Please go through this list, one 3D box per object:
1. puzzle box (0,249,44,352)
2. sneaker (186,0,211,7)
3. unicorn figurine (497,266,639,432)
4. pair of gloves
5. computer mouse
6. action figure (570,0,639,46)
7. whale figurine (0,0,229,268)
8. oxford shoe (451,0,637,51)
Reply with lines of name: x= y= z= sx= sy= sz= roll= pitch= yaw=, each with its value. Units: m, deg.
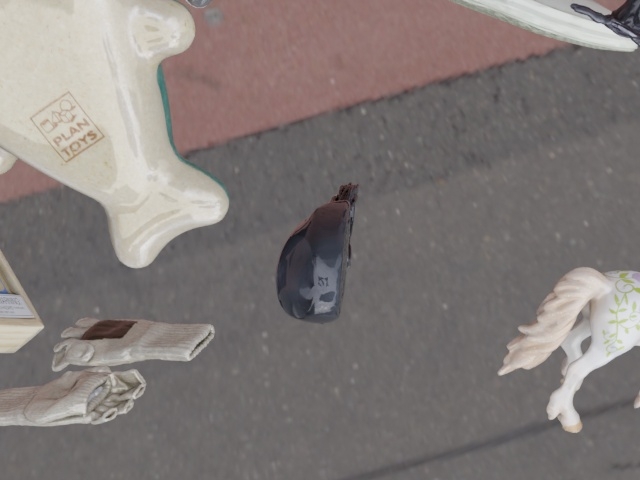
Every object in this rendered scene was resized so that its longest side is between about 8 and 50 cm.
puzzle box: x=-0.451 y=-0.019 z=1.346 sx=0.052 sy=0.272 sz=0.409 roll=-39 pitch=163 yaw=15
sneaker: x=-0.133 y=-0.351 z=1.811 sx=0.061 sy=0.065 sz=0.158 roll=1 pitch=136 yaw=-28
unicorn figurine: x=0.172 y=0.041 z=0.686 sx=0.162 sy=0.060 sz=0.111 roll=0 pitch=121 yaw=-34
pair of gloves: x=-0.259 y=0.144 z=1.623 sx=0.204 sy=0.240 sz=0.042 roll=-3 pitch=112 yaw=32
computer mouse: x=0.000 y=0.000 z=0.932 sx=0.041 sy=0.242 sz=0.071 roll=5 pitch=101 yaw=4
action figure: x=0.290 y=-0.272 z=1.052 sx=0.141 sy=0.164 sz=0.276 roll=21 pitch=106 yaw=-18
whale figurine: x=-0.174 y=-0.117 z=1.074 sx=0.216 sy=0.141 sz=0.272 roll=-32 pitch=102 yaw=22
oxford shoe: x=0.207 y=-0.358 z=1.824 sx=0.449 sy=0.169 sz=0.130 roll=25 pitch=96 yaw=7
